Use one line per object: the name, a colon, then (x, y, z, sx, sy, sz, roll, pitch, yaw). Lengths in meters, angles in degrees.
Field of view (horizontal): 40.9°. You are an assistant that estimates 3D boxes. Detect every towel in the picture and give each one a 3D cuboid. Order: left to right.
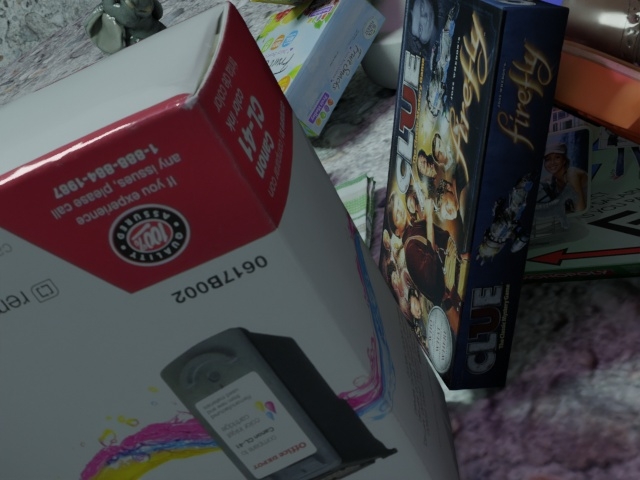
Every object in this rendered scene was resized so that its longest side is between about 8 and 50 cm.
towel: (0.000, 0.000, 0.820, 0.113, 0.023, 0.152, -22, 31, 20)

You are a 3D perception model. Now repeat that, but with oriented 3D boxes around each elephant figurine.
elephant figurine: (-0.351, -0.414, 1.603, 0.186, 0.239, 0.169, -24, 28, 12)

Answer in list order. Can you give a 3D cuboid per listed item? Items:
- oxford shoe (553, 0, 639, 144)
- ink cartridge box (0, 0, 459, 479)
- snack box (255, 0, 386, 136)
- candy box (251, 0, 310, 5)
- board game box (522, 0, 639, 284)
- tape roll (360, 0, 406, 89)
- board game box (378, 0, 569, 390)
oxford shoe: (0.267, -0.081, 0.429, 0.364, 0.130, 0.132, 33, 104, 40)
ink cartridge box: (-0.078, 0.062, 0.477, 0.226, 0.306, 0.131, -23, 29, 14)
snack box: (-0.034, -0.211, 1.069, 0.174, 0.070, 0.207, -60, 26, -12)
candy box: (0.000, -0.320, 1.089, 0.105, 0.027, 0.206, -5, 10, 24)
board game box: (0.253, -0.086, 0.567, 0.317, 0.046, 0.213, -7, 72, 37)
tape roll: (0.218, -0.324, 1.091, 0.392, 0.072, 0.392, -22, 29, 13)
board game box: (0.091, -0.046, 0.580, 0.042, 0.243, 0.165, -2, 24, -13)
